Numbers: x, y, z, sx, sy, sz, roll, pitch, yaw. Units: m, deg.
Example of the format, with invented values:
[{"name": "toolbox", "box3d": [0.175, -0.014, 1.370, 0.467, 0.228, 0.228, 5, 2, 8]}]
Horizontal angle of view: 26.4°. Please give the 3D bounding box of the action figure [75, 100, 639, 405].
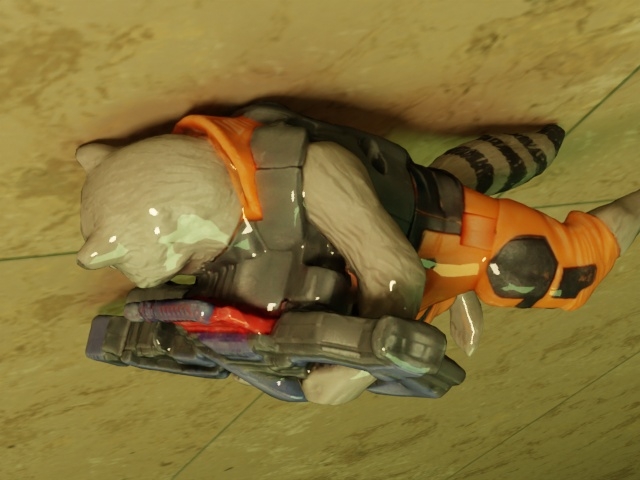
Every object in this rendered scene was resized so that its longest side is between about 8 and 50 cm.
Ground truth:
[{"name": "action figure", "box3d": [0.000, 0.000, 0.766, 0.330, 0.179, 0.341, 8, 173, -40]}]
